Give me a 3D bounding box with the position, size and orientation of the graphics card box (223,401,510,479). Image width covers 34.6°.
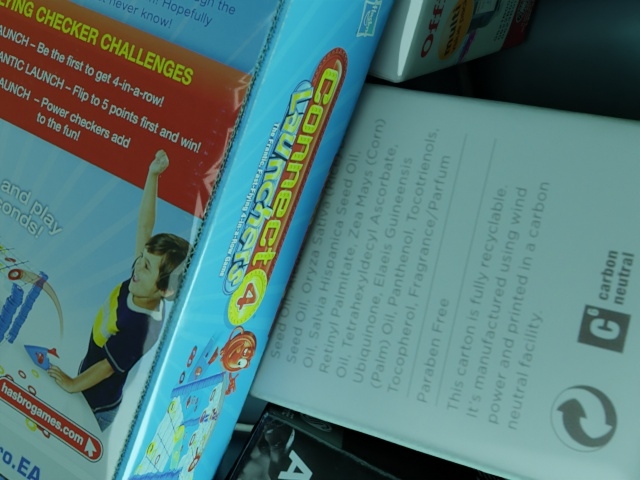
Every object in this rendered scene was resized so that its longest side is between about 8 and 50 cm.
[{"bbox_3d":[0.122,0.197,0.583,0.371,0.233,0.094,28,92,1],"label":"graphics card box"}]

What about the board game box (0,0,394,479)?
[{"bbox_3d":[-0.158,-0.030,0.499,0.308,0.086,0.301,26,101,26],"label":"board game box"}]

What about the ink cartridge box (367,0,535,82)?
[{"bbox_3d":[0.039,-0.170,0.536,0.127,0.176,0.128,25,117,22],"label":"ink cartridge box"}]

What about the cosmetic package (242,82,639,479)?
[{"bbox_3d":[0.000,0.000,0.598,0.453,0.230,0.161,12,91,27],"label":"cosmetic package"}]
